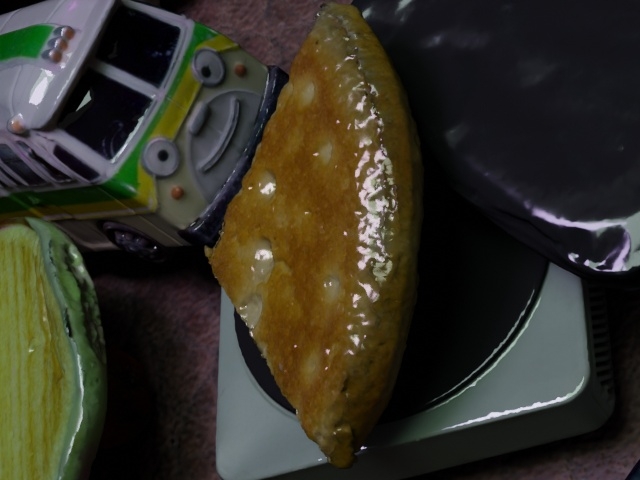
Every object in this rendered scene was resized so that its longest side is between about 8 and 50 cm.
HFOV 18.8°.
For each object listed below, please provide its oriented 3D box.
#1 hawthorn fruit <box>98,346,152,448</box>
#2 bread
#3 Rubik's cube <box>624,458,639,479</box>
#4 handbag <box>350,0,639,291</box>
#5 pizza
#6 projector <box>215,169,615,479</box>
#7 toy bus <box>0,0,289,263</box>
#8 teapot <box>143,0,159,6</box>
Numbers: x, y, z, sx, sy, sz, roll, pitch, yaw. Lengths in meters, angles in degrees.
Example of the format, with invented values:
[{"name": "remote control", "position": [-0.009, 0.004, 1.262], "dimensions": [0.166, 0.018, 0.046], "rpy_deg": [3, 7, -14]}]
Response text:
[{"name": "hawthorn fruit", "position": [-0.158, 0.112, 1.361], "dimensions": [0.077, 0.077, 0.077], "rpy_deg": [-17, 53, 24]}, {"name": "bread", "position": [-0.233, 0.133, 1.360], "dimensions": [0.301, 0.045, 0.301], "rpy_deg": [-29, 53, 46]}, {"name": "Rubik's cube", "position": [0.302, 0.163, 0.897], "dimensions": [0.248, 0.246, 0.250], "rpy_deg": [-51, 47, -6]}, {"name": "handbag", "position": [0.132, -0.104, 1.199], "dimensions": [0.332, 0.075, 0.191], "rpy_deg": [34, 85, 42]}, {"name": "pizza", "position": [0.000, 0.000, 1.200], "dimensions": [0.197, 0.058, 0.292], "rpy_deg": [-20, 67, 52]}, {"name": "projector", "position": [0.059, 0.032, 1.260], "dimensions": [0.259, 0.079, 0.257], "rpy_deg": [-17, 53, 25]}, {"name": "toy bus", "position": [-0.175, -0.085, 1.382], "dimensions": [0.305, 0.179, 0.143], "rpy_deg": [-2, 56, 56]}, {"name": "teapot", "position": [-0.085, -0.300, 1.525], "dimensions": [0.251, 0.183, 0.183], "rpy_deg": [-42, 46, 18]}]
